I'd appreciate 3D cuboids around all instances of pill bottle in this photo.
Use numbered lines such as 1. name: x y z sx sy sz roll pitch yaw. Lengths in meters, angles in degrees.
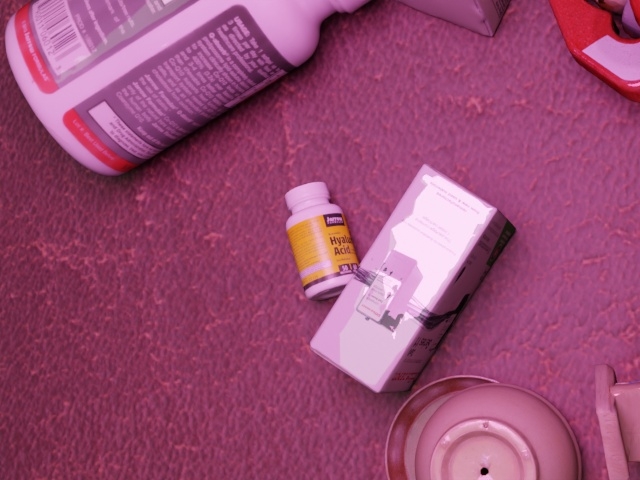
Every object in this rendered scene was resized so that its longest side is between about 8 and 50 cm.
1. pill bottle: -0.131 -0.241 1.133 0.362 0.210 0.210 -29 75 11
2. pill bottle: 0.000 0.000 1.134 0.065 0.065 0.116 -21 77 14

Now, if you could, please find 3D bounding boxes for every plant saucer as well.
1. plant saucer: 0.150 0.221 1.075 0.168 0.029 0.169 -3 81 17

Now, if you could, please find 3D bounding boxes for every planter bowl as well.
1. planter bowl: 0.159 0.215 1.001 0.162 0.109 0.162 -3 82 18

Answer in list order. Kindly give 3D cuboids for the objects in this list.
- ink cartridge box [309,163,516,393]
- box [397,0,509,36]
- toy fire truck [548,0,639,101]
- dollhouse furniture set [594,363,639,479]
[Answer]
1. ink cartridge box: 0.094 0.044 1.053 0.087 0.153 0.208 34 94 18
2. box: 0.158 -0.352 1.088 0.126 0.148 0.232 26 90 19
3. toy fire truck: 0.343 -0.290 1.023 0.302 0.169 0.254 -47 57 6
4. dollhouse furniture set: 0.427 0.092 0.944 0.362 0.256 0.394 -11 100 17
